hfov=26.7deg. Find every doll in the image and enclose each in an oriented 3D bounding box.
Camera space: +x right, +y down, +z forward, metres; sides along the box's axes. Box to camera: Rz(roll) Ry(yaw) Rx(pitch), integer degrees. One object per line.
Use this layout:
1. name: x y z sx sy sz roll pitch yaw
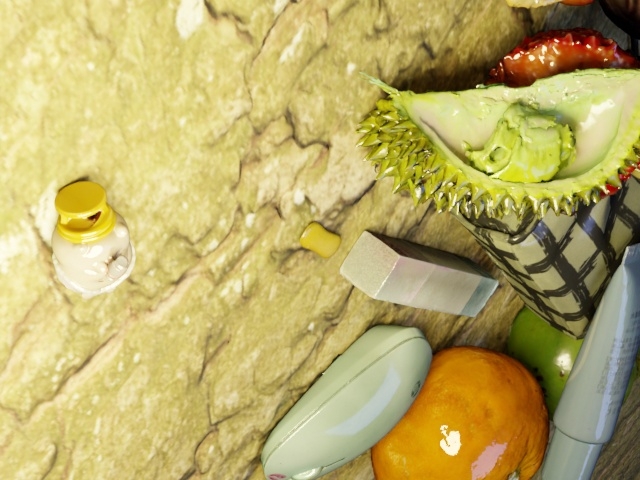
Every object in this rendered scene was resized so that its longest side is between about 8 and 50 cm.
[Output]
1. doll: -0.198 0.013 1.210 0.073 0.084 0.127 -35 140 -28

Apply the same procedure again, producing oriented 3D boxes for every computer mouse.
1. computer mouse: 0.046 0.234 1.815 0.288 0.097 0.159 -47 154 -12

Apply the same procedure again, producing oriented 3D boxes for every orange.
1. orange: 0.201 0.287 1.967 0.284 0.226 0.284 -42 152 -29

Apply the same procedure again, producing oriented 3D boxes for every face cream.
1. face cream: 0.396 0.175 1.888 0.136 0.086 0.385 -12 122 -54

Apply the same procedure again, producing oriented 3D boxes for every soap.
1. soap: 0.000 0.000 1.566 0.034 0.012 0.089 -55 152 2

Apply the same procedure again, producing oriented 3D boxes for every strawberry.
1. strawberry: 0.304 -0.173 1.638 0.178 0.234 0.234 -73 177 -53

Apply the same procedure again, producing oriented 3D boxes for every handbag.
1. handbag: 0.359 -0.071 1.846 0.327 0.162 0.325 -51 142 -6

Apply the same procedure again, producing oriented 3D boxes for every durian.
1. durian: 0.211 -0.107 1.518 0.157 0.356 0.169 -136 -135 -80

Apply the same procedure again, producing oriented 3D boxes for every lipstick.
1. lipstick: 0.135 0.048 1.766 0.068 0.066 0.317 -58 152 11

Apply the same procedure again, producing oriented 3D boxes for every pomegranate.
1. pomegranate: 0.389 0.197 2.201 0.236 0.236 0.302 -31 178 -36

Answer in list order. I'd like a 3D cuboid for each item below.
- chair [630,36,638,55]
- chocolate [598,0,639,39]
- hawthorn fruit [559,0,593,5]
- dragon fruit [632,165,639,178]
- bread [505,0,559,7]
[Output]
1. chair: 0.488 -0.302 1.862 0.113 0.106 0.229 -48 153 -4
2. chocolate: 0.482 -0.349 1.611 0.284 0.186 0.283 -10 115 -23
3. hawthorn fruit: 0.303 -0.316 1.607 0.081 0.081 0.093 -53 -179 1
4. dragon fruit: 0.463 -0.143 1.711 0.150 0.208 0.133 -88 177 -51
5. bread: 0.233 -0.367 1.360 0.274 0.149 0.274 -32 148 -23
